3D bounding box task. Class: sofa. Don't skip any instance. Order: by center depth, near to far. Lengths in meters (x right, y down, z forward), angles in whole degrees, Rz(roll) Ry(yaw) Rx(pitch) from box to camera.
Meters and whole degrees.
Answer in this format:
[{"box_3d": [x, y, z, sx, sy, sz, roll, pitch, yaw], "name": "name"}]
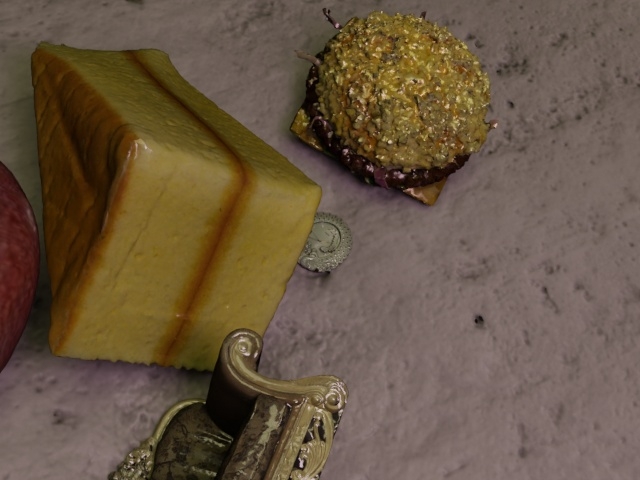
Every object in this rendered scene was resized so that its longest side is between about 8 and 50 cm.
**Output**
[{"box_3d": [-0.106, 0.224, 0.931, 0.182, 0.200, 0.258, 24, 60, 0], "name": "sofa"}]

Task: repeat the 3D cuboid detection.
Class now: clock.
[{"box_3d": [0.000, 0.000, 1.188, 0.074, 0.010, 0.083, 40, 60, 12], "name": "clock"}]

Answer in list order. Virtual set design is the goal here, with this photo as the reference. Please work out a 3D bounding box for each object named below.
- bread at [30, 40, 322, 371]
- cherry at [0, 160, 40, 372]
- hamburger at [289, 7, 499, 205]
[{"box_3d": [-0.201, -0.059, 1.114, 0.233, 0.244, 0.362, 13, 20, -38], "name": "bread"}, {"box_3d": [-0.397, 0.031, 0.974, 0.261, 0.221, 0.307, -19, 79, -12], "name": "cherry"}, {"box_3d": [0.090, -0.181, 1.235, 0.262, 0.138, 0.243, 21, 60, 0], "name": "hamburger"}]
